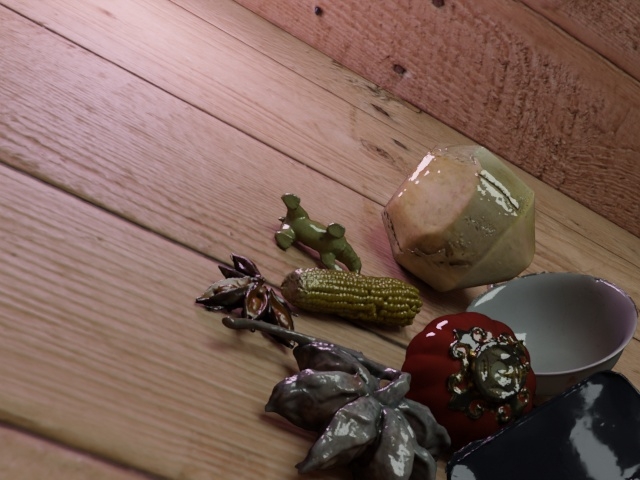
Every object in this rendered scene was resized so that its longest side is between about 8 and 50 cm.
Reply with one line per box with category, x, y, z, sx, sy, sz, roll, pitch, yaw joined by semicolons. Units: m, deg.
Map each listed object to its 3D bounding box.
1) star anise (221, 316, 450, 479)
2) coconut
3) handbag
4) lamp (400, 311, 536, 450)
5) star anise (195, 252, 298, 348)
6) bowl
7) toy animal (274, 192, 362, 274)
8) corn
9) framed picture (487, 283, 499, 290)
star anise;0.046;0.235;1.029;0.360;0.139;0.316;22;21;-27
coconut;0.324;-0.038;1.682;0.353;0.352;0.352;28;25;-15
handbag;0.368;0.367;1.044;0.269;0.326;0.118;56;-12;32
lamp;0.238;0.229;1.211;0.227;0.227;0.227;28;25;-15
star anise;-0.118;0.094;1.179;0.212;0.053;0.157;46;26;20
bowl;0.471;0.219;1.517;0.345;0.346;0.157;-86;161;-63
toy animal;0.000;0.000;1.481;0.219;0.103;0.101;31;0;1
corn;0.069;0.103;1.363;0.320;0.097;0.097;12;33;-38
framed picture;0.501;0.216;1.791;0.211;0.020;0.289;33;25;-6
